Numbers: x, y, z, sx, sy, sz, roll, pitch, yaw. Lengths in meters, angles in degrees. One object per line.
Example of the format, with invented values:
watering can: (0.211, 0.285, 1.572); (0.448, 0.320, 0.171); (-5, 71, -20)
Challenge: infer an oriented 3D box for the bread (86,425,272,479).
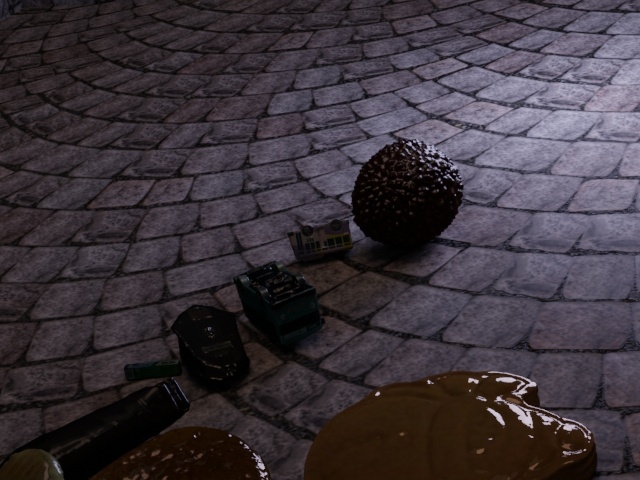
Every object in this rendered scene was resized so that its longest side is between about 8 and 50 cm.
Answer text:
bread: (-0.173, 0.328, 1.660); (0.253, 0.143, 0.227); (-24, 35, -30)

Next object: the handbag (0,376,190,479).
handbag: (-0.295, 0.257, 1.800); (0.223, 0.080, 0.247); (-30, -6, -33)

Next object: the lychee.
lychee: (0.135, -0.071, 2.343); (0.188, 0.188, 0.188); (-9, 25, 4)

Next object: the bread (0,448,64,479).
bread: (-0.362, 0.376, 1.596); (0.286, 0.056, 0.207); (-47, 43, 14)

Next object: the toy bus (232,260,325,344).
toy bus: (-0.061, 0.094, 2.163); (0.079, 0.092, 0.160); (-22, 21, -19)

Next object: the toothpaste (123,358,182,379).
toothpaste: (-0.244, 0.189, 2.123); (0.083, 0.020, 0.017); (-7, 21, 10)

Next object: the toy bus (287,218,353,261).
toy bus: (0.000, 0.000, 2.376); (0.102, 0.058, 0.052); (-12, -3, -2)

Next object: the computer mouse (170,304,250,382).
computer mouse: (-0.160, 0.159, 2.113); (0.099, 0.057, 0.172); (-9, 37, -21)

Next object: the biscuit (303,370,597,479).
biscuit: (0.151, 0.253, 1.781); (0.351, 0.057, 0.312); (-11, 26, 0)
